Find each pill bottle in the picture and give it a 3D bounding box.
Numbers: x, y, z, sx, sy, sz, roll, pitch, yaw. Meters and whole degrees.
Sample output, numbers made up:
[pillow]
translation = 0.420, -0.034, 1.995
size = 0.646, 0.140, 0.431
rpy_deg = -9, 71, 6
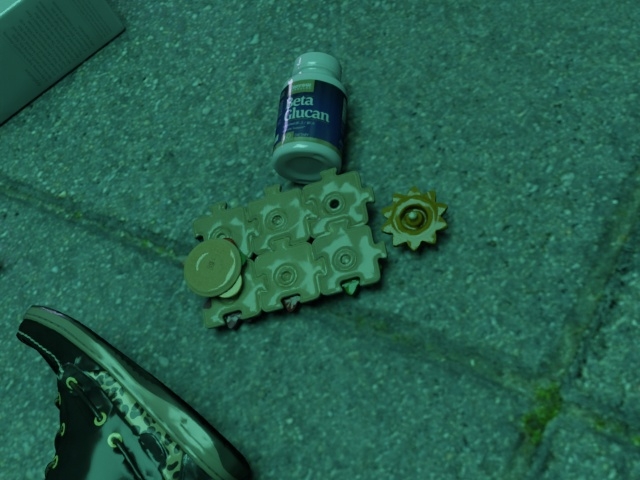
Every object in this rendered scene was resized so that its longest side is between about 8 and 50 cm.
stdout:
[pill bottle]
translation = -0.012, -0.170, 1.248
size = 0.094, 0.094, 0.169
rpy_deg = -4, 61, 18

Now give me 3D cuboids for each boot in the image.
[boot]
translation = -0.300, 0.268, 1.091
size = 0.377, 0.138, 0.284
rpy_deg = 32, 76, 25

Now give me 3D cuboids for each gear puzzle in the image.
[gear puzzle]
translation = 0.000, 0.000, 1.181
size = 0.339, 0.044, 0.175
rpy_deg = -16, 65, 12

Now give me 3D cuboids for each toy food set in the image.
[toy food set]
translation = -0.136, 0.034, 1.175
size = 0.083, 0.020, 0.082
rpy_deg = -2, 69, 18

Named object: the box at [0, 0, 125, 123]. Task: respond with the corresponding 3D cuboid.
[box]
translation = -0.536, -0.347, 1.491
size = 0.345, 0.168, 0.215
rpy_deg = -38, 57, -4
